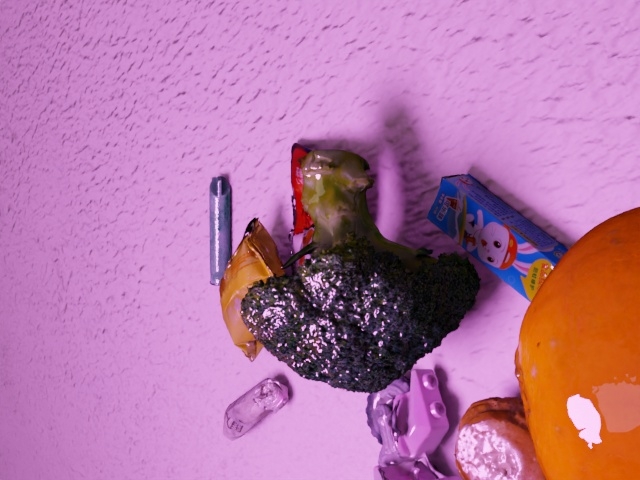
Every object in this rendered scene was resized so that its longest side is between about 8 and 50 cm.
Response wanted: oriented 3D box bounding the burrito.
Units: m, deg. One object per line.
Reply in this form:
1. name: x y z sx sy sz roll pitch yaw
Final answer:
1. burrito: -0.117 0.288 1.506 0.203 0.064 0.064 -41 69 47

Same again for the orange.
1. orange: 0.320 0.118 0.765 0.312 0.312 0.312 16 112 46

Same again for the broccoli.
1. broccoli: 0.050 0.040 1.095 0.297 0.297 0.298 -18 71 50

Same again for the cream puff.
1. cream puff: 0.228 0.254 1.057 0.144 0.103 0.126 44 111 16

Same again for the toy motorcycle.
1. toy motorcycle: 0.156 0.323 1.148 0.188 0.143 0.327 -31 61 40

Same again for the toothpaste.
1. toothpaste: 0.237 0.017 1.026 0.266 0.050 0.065 43 127 33

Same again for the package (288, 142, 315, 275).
1. package: 0.000 0.000 1.289 0.194 0.071 0.270 20 111 54

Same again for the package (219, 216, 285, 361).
1. package: -0.107 0.083 1.401 0.226 0.090 0.168 127 131 -56

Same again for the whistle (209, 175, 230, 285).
1. whistle: -0.173 -0.016 1.505 0.039 0.039 0.187 19 115 45
